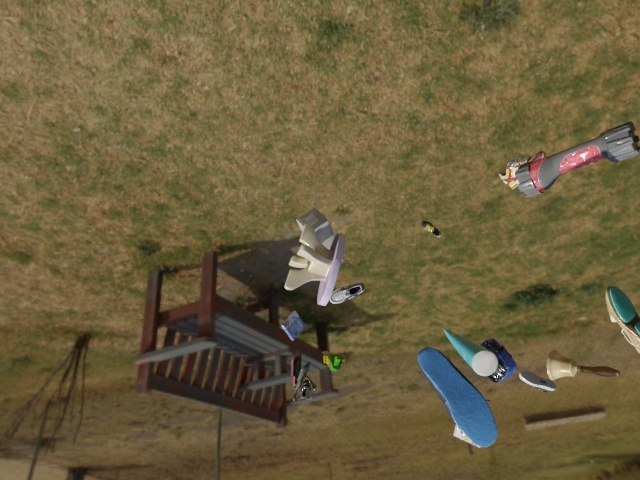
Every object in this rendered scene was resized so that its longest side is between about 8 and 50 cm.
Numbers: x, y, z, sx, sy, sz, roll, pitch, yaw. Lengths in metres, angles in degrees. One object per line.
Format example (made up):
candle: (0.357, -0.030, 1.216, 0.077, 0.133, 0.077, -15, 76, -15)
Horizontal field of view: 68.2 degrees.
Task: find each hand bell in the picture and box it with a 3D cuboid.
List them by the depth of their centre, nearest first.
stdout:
hand bell: (1.037, 0.507, 1.855, 0.126, 0.126, 0.242, 25, 161, -36)

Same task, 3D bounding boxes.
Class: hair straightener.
hair straightener: (-0.056, 0.446, 1.469, 0.047, 0.089, 0.231, -32, 146, -38)

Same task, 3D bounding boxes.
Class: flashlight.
flashlight: (0.702, -0.212, 1.305, 0.304, 0.103, 0.103, -20, 103, 46)

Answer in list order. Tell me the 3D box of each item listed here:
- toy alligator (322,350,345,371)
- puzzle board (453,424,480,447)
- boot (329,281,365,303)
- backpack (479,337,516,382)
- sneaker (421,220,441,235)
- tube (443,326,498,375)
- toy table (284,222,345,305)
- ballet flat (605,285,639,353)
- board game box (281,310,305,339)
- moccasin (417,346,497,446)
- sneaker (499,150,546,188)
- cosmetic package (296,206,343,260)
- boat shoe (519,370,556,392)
toy alligator: (0.037, 0.387, 1.511, 0.056, 0.052, 0.189, 3, 171, -12)
puzzle board: (0.517, 0.645, 1.630, 0.096, 0.011, 0.128, 17, 114, 25)
boot: (0.121, 0.249, 2.254, 0.189, 0.069, 0.086, -28, 172, 13)
backpack: (0.567, 0.385, 1.519, 0.101, 0.120, 0.098, -5, 133, -34)
sneaker: (0.396, -0.044, 1.683, 0.083, 0.031, 0.035, 35, -174, 10)
tube: (0.327, 0.243, 1.047, 0.052, 0.080, 0.207, -39, -178, 0)
toy table: (-0.020, 0.082, 1.723, 0.160, 0.275, 0.252, 19, 151, -8)
ballet flat: (0.817, 0.220, 1.260, 0.073, 0.206, 0.067, -21, 160, -20)
board game box: (-0.116, 0.367, 2.040, 0.020, 0.090, 0.090, -7, 122, 46)
moccasin: (0.446, 0.486, 1.522, 0.137, 0.342, 0.117, -31, 163, 3)
sneaker: (0.703, -0.260, 1.659, 0.084, 0.069, 0.185, 44, 144, 9)
cosmetic package: (0.000, 0.000, 1.951, 0.107, 0.127, 0.238, -34, 134, -9)
boat shoe: (0.749, 0.496, 1.644, 0.142, 0.049, 0.040, 22, 131, -6)
